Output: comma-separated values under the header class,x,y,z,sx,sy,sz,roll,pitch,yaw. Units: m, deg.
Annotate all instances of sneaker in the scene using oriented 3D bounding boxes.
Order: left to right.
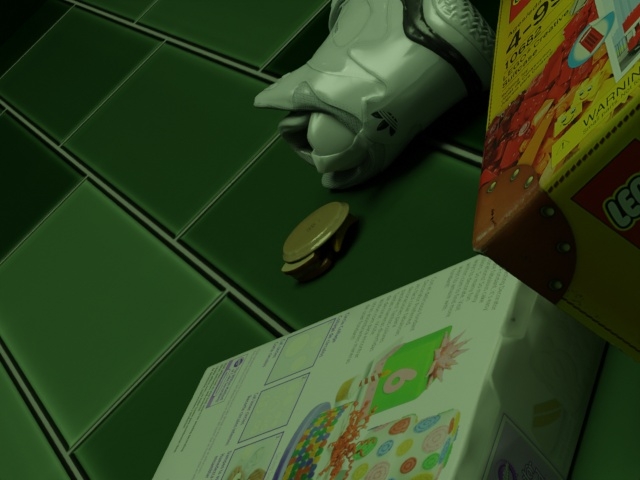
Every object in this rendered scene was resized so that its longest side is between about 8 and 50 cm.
class,x,y,z,sx,sy,sz,roll,pitch,yaw
sneaker,0.033,-0.179,1.722,0.210,0.137,0.366,-40,25,2

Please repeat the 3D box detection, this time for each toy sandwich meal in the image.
class,x,y,z,sx,sy,sz,roll,pitch,yaw
toy sandwich meal,0.000,0.000,1.607,0.085,0.029,0.085,-37,18,14

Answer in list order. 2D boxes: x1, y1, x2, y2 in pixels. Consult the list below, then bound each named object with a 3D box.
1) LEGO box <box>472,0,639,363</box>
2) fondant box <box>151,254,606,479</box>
class,x,y,z,sx,sy,sz,roll,pitch,yaw
LEGO box,0.327,-0.198,1.031,0.500,0.193,0.372,-46,18,32
fondant box,0.019,0.152,1.205,0.330,0.096,0.238,-26,28,40
